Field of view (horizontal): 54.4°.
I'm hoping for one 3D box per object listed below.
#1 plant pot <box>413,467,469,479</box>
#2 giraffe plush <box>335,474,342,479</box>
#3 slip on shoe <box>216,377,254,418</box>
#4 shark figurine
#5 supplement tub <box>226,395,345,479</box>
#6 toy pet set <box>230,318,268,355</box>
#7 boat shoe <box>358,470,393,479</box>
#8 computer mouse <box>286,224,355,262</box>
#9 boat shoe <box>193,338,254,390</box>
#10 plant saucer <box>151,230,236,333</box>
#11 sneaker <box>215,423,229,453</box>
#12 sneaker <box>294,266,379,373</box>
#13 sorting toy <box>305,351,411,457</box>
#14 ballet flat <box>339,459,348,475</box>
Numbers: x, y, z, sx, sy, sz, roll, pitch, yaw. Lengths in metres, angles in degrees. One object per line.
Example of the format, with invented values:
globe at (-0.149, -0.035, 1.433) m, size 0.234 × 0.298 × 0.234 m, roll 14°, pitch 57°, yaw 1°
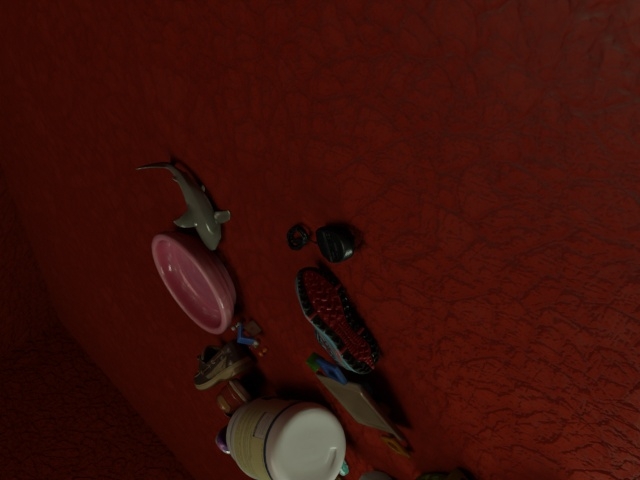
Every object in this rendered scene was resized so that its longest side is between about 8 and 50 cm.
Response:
plant pot at (0.268, 0.639, 1.328) m, size 0.228 × 0.227 × 0.207 m, roll 48°, pitch 141°, yaw 11°
giraffe plush at (0.022, 0.769, 1.844) m, size 0.181 × 0.210 × 0.171 m, roll -39°, pitch 60°, yaw 29°
slip on shoe at (-0.271, 0.515, 1.993) m, size 0.123 × 0.101 × 0.331 m, roll 47°, pitch 167°, yaw 14°
shark figurine at (-0.333, -0.091, 1.534) m, size 0.278 × 0.116 × 0.166 m, roll 58°, pitch 147°, yaw -9°
supplement tub at (-0.107, 0.558, 1.729) m, size 0.324 × 0.235 × 0.236 m, roll -13°, pitch 109°, yaw 57°
toy pet set at (-0.208, 0.281, 1.763) m, size 0.122 × 0.065 × 0.114 m, roll 48°, pitch 148°, yaw 9°
boat shoe at (0.187, 0.663, 1.588) m, size 0.219 × 0.077 × 0.070 m, roll 11°, pitch 127°, yaw 47°
computer mouse at (0.000, 0.000, 1.252) m, size 0.242 × 0.041 × 0.071 m, roll 9°, pitch 118°, yaw 58°
boat shoe at (-0.329, 0.388, 1.988) m, size 0.123 × 0.123 × 0.342 m, roll 61°, pitch 145°, yaw 4°
plant saucer at (-0.350, 0.109, 1.772) m, size 0.332 × 0.084 × 0.332 m, roll 35°, pitch 144°, yaw 30°
sneaker at (-0.215, 0.566, 1.913) m, size 0.095 × 0.236 × 0.105 m, roll 47°, pitch 131°, yaw 25°
sneaker at (0.011, 0.179, 1.337) m, size 0.262 × 0.104 × 0.125 m, roll 59°, pitch 150°, yaw -7°
sorting toy at (0.097, 0.372, 1.444) m, size 0.348 × 0.047 × 0.196 m, roll 52°, pitch 156°, yaw -22°
ballet flat at (0.045, 0.619, 1.775) m, size 0.041 × 0.041 × 0.115 m, roll 4°, pitch 122°, yaw 52°
